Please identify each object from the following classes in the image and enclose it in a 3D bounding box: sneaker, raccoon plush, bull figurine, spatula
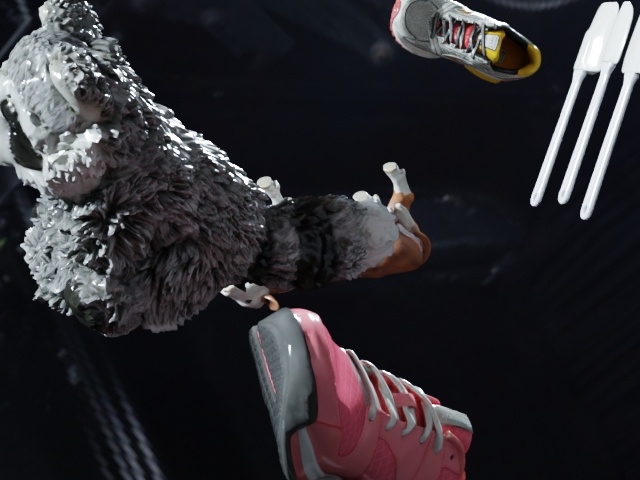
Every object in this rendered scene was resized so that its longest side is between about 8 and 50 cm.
[{"bbox_3d":[0.193,-0.270,1.836,0.225,0.093,0.088,15,-90,-26],"label":"sneaker"},{"bbox_3d":[0.039,0.134,1.035,0.314,0.136,0.116,69,-178,-52],"label":"sneaker"},{"bbox_3d":[-0.126,-0.102,1.394,0.446,0.299,0.216,-14,-139,-30],"label":"raccoon plush"},{"bbox_3d":[0.000,0.000,2.002,0.310,0.188,0.101,-10,-141,-1],"label":"bull figurine"},{"bbox_3d":[0.293,-0.142,1.495,0.019,0.242,0.168,17,-179,-19],"label":"spatula"}]
